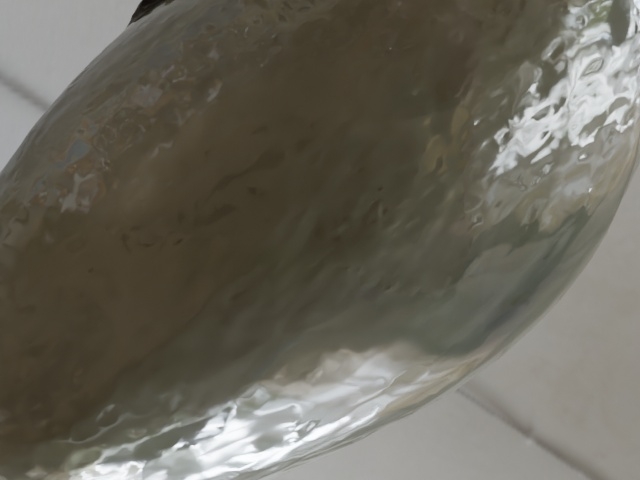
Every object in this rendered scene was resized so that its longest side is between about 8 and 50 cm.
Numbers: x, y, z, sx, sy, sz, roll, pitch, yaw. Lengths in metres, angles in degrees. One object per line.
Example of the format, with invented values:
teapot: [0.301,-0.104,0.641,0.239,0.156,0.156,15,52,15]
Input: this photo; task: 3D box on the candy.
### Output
candy: [0.000,0.000,0.826,0.427,0.186,0.386,-29,-26,-24]
